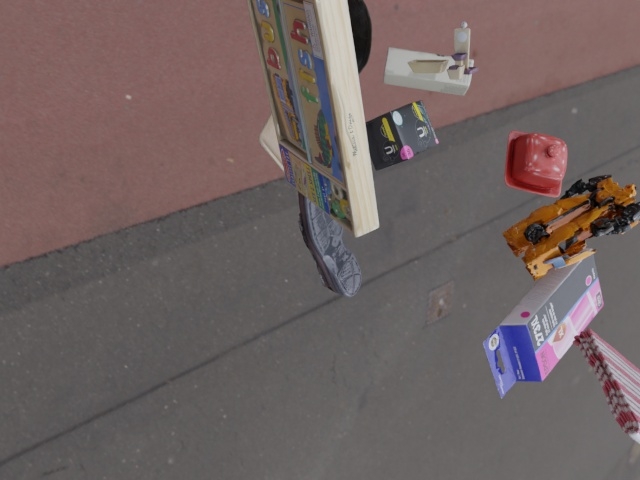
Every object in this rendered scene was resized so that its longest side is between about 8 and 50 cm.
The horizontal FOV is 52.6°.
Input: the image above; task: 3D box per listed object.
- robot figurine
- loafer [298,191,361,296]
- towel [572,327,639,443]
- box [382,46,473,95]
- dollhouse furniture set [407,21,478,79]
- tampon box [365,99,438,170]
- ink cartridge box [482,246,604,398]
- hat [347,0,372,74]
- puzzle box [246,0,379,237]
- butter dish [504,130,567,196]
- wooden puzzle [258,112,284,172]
[{"bbox_3d":[0.567,-0.036,1.438,0.291,0.211,0.085,-29,122,8],"label":"robot figurine"},{"bbox_3d":[0.000,0.000,1.454,0.109,0.095,0.302,-45,126,-37],"label":"loafer"},{"bbox_3d":[0.372,0.197,0.750,0.144,0.197,0.029,37,113,-12],"label":"towel"},{"bbox_3d":[0.344,-0.544,2.091,0.113,0.275,0.094,59,41,-86],"label":"box"},{"bbox_3d":[0.191,-0.313,1.063,0.091,0.114,0.081,-36,128,-50],"label":"dollhouse furniture set"},{"bbox_3d":[0.191,-0.257,1.577,0.161,0.101,0.120,-32,101,-48],"label":"tampon box"},{"bbox_3d":[0.515,0.185,1.474,0.371,0.069,0.175,-38,121,-25],"label":"ink cartridge box"},{"bbox_3d":[0.046,-0.575,1.799,0.134,0.331,0.331,-29,128,-42],"label":"hat"},{"bbox_3d":[-0.017,-0.233,1.091,0.052,0.272,0.408,-25,126,-18],"label":"puzzle box"},{"bbox_3d":[0.558,-0.206,1.624,0.160,0.118,0.159,12,74,-9],"label":"butter dish"},{"bbox_3d":[-0.070,-0.286,1.661,0.221,0.044,0.238,49,57,-55],"label":"wooden puzzle"}]
